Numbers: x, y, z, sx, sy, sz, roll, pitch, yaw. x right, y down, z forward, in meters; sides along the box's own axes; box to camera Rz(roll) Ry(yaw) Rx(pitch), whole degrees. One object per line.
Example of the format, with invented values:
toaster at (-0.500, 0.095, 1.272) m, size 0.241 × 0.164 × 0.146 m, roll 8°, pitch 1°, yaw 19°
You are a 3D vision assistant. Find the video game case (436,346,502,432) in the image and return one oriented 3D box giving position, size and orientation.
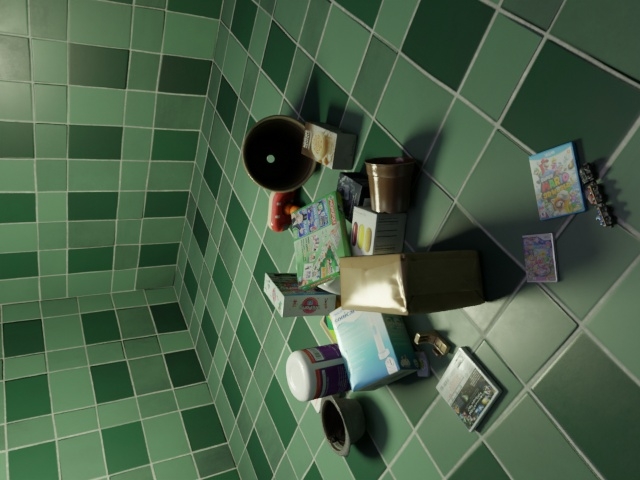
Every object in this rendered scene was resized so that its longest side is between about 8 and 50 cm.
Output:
video game case at (0.438, 0.443, 1.517) m, size 0.173 × 0.022 × 0.190 m, roll 53°, pitch 135°, yaw 43°

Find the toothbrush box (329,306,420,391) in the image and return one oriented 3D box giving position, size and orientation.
toothbrush box at (0.181, 0.343, 1.756) m, size 0.216 × 0.126 × 0.295 m, roll -37°, pitch 58°, yaw 32°

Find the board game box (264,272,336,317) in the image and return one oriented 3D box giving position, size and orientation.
board game box at (-0.092, 0.222, 2.126) m, size 0.303 × 0.224 × 0.097 m, roll -143°, pitch 57°, yaw -65°

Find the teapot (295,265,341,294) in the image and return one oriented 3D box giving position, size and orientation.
teapot at (0.040, 0.080, 1.956) m, size 0.256 × 0.253 × 0.187 m, roll 33°, pitch 99°, yaw 33°

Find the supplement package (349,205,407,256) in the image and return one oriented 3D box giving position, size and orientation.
supplement package at (0.193, 0.010, 1.762) m, size 0.139 × 0.134 × 0.243 m, roll 26°, pitch 115°, yaw 55°

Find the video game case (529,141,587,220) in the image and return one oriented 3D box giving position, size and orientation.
video game case at (0.572, -0.140, 1.230) m, size 0.119 × 0.015 × 0.166 m, roll -18°, pitch 78°, yaw 59°

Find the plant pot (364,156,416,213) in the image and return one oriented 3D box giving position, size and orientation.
plant pot at (0.228, -0.182, 1.671) m, size 0.167 × 0.167 × 0.165 m, roll 26°, pitch 123°, yaw 55°

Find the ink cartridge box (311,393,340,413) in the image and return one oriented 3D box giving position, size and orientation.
ink cartridge box at (-0.004, 0.610, 2.204) m, size 0.218 × 0.092 × 0.158 m, roll 53°, pitch 136°, yaw 45°

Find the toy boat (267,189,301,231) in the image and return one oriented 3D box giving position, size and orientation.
toy boat at (-0.148, -0.146, 2.338) m, size 0.151 × 0.151 × 0.230 m, roll 15°, pitch 109°, yaw 26°

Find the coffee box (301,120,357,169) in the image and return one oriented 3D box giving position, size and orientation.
coffee box at (0.030, -0.380, 2.021) m, size 0.246 × 0.098 × 0.141 m, roll 37°, pitch 124°, yaw 52°

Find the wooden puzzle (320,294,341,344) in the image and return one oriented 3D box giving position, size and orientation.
wooden puzzle at (0.074, 0.324, 2.086) m, size 0.221 × 0.044 × 0.238 m, roll 53°, pitch 136°, yaw 43°

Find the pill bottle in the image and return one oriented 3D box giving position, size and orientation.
pill bottle at (0.049, 0.472, 1.873) m, size 0.182 × 0.323 × 0.181 m, roll 10°, pitch 102°, yaw 59°

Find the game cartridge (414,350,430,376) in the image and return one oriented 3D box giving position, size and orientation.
game cartridge at (0.338, 0.409, 1.684) m, size 0.056 × 0.017 × 0.083 m, roll -20°, pitch 77°, yaw 54°

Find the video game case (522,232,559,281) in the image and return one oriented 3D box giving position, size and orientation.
video game case at (0.555, 0.045, 1.284) m, size 0.087 × 0.011 × 0.121 m, roll -8°, pitch 86°, yaw 59°

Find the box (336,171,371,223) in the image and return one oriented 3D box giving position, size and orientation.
box at (0.133, -0.157, 1.884) m, size 0.158 × 0.093 × 0.155 m, roll 42°, pitch 128°, yaw 51°

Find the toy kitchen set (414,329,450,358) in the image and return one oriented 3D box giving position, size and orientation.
toy kitchen set at (0.348, 0.338, 1.600) m, size 0.083 × 0.075 × 0.068 m, roll 49°, pitch 134°, yaw 51°

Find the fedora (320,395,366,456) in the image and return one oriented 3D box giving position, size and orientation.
fedora at (0.098, 0.712, 2.012) m, size 0.244 × 0.125 × 0.275 m, roll 46°, pitch 139°, yaw 50°

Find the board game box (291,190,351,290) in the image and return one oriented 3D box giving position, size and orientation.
board game box at (0.000, 0.000, 1.843) m, size 0.214 × 0.046 × 0.317 m, roll -23°, pitch 58°, yaw 28°

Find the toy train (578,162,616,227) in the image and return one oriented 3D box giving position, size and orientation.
toy train at (0.619, -0.100, 1.143) m, size 0.036 × 0.027 × 0.158 m, roll -41°, pitch 58°, yaw 57°

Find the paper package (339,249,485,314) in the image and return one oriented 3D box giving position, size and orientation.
paper package at (0.258, 0.119, 1.496) m, size 0.325 × 0.310 × 0.168 m, roll -8°, pitch 84°, yaw 58°

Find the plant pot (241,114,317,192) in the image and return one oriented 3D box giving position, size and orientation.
plant pot at (-0.200, -0.374, 2.251) m, size 0.280 × 0.324 × 0.322 m, roll -160°, pitch 68°, yaw -74°
